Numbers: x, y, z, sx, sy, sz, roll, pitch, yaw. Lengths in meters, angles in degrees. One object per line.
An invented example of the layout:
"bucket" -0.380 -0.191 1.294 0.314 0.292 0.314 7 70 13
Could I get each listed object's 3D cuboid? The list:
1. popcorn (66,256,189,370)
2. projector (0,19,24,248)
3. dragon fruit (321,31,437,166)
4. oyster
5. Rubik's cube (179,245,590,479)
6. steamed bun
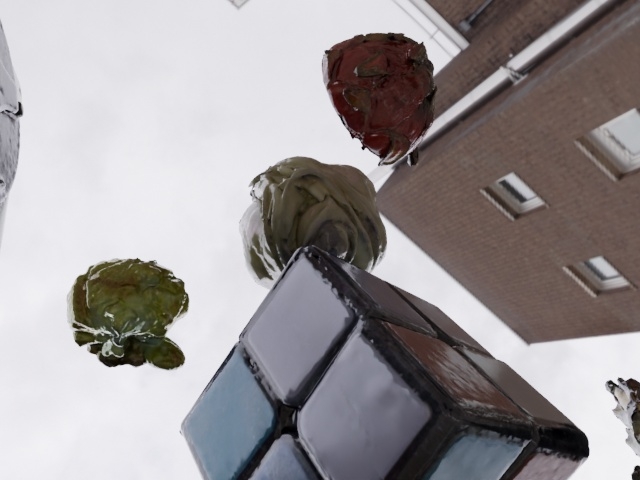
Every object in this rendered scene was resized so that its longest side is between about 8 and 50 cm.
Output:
"popcorn" -0.299 0.126 0.962 0.198 0.198 0.212 -24 -78 -24
"projector" -0.309 -0.135 0.488 0.079 0.257 0.259 -5 -125 -10
"dragon fruit" 0.124 -0.246 0.947 0.218 0.148 0.223 -9 -106 -56
"oyster" 0.411 0.274 0.695 0.092 0.259 0.198 -25 -84 18
"Rubik's cube" 0.066 0.242 0.738 0.316 0.313 0.318 24 -76 -40
"steamed bun" 0.000 0.000 1.081 0.280 0.207 0.268 11 -64 -24
